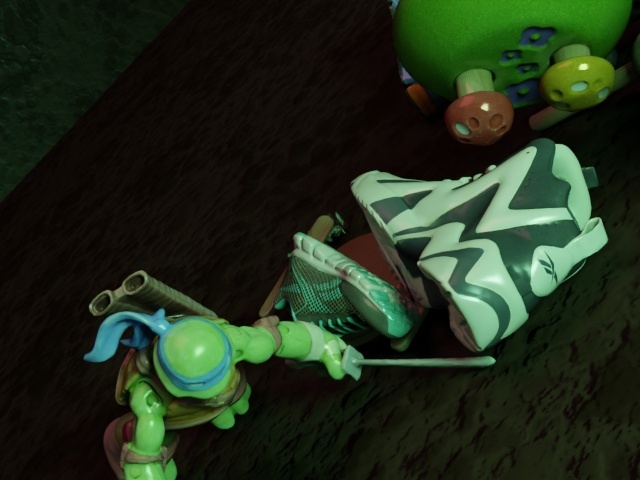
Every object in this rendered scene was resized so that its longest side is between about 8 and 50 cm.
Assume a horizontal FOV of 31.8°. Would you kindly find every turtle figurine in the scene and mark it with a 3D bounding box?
[{"bbox_3d":[-0.061,0.152,0.840,0.266,0.274,0.198,141,146,-70],"label":"turtle figurine"}]

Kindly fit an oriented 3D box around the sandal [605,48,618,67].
[{"bbox_3d":[0.214,-0.191,1.086,0.097,0.054,0.254,-43,31,18],"label":"sandal"}]

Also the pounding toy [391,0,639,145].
[{"bbox_3d":[0.169,-0.123,0.853,0.183,0.236,0.110,-31,53,39],"label":"pounding toy"}]

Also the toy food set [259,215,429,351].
[{"bbox_3d":[0.042,0.043,0.962,0.192,0.038,0.132,10,60,50],"label":"toy food set"}]

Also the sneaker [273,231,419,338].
[{"bbox_3d":[0.016,0.054,0.900,0.076,0.065,0.166,-61,32,2],"label":"sneaker"}]

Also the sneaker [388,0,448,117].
[{"bbox_3d":[0.129,-0.231,1.219,0.087,0.083,0.221,-17,57,18],"label":"sneaker"}]

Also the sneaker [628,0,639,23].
[{"bbox_3d":[0.267,-0.240,0.908,0.340,0.125,0.140,-22,28,17],"label":"sneaker"}]

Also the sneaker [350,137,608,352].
[{"bbox_3d":[0.125,-0.021,0.842,0.153,0.094,0.235,-30,22,-6],"label":"sneaker"}]

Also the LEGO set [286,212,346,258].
[{"bbox_3d":[0.001,-0.001,1.126,0.054,0.023,0.083,-50,10,-24],"label":"LEGO set"}]
